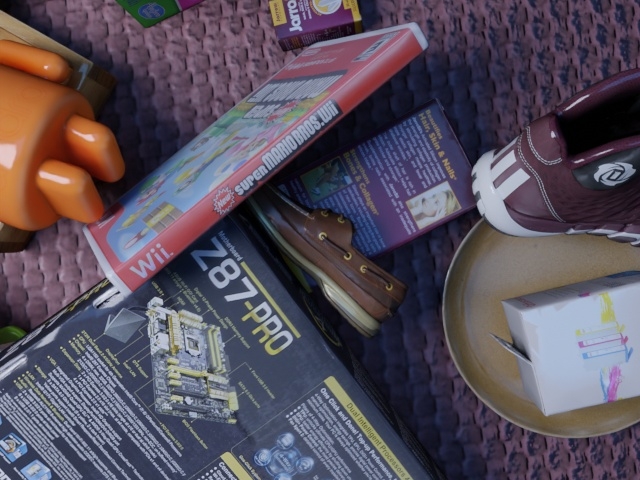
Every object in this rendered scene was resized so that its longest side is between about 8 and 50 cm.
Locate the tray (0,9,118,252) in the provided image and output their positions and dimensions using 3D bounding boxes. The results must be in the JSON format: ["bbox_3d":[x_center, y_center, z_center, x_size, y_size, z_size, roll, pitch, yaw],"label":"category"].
[{"bbox_3d":[-0.433,-0.177,0.698,0.411,0.076,0.203,30,92,5],"label":"tray"}]

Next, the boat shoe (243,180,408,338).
[{"bbox_3d":[0.000,0.000,0.588,0.060,0.064,0.178,-44,94,-1],"label":"boat shoe"}]

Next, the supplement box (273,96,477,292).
[{"bbox_3d":[0.046,-0.038,0.654,0.188,0.081,0.104,-27,88,4],"label":"supplement box"}]

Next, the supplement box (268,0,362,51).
[{"bbox_3d":[-0.005,-0.222,0.679,0.083,0.043,0.055,-13,89,5],"label":"supplement box"}]

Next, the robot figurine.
[{"bbox_3d":[-0.278,-0.087,0.587,0.219,0.128,0.158,18,106,3],"label":"robot figurine"}]

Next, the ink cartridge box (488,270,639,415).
[{"bbox_3d":[0.224,0.086,0.603,0.143,0.092,0.090,-14,89,5],"label":"ink cartridge box"}]

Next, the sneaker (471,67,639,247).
[{"bbox_3d":[0.277,-0.065,0.561,0.281,0.162,0.106,-5,69,-16],"label":"sneaker"}]

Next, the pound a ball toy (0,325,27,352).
[{"bbox_3d":[-0.367,0.172,0.657,0.208,0.136,0.319,40,93,4],"label":"pound a ball toy"}]

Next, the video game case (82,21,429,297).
[{"bbox_3d":[-0.067,-0.078,0.578,0.285,0.204,0.025,-41,113,-11],"label":"video game case"}]

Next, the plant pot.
[{"bbox_3d":[0.233,0.065,0.664,0.236,0.032,0.236,0,89,4],"label":"plant pot"}]

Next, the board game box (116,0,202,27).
[{"bbox_3d":[-0.056,-0.305,0.586,0.316,0.242,0.064,-24,89,4],"label":"board game box"}]

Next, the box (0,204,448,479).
[{"bbox_3d":[-0.090,0.207,0.604,0.318,0.097,0.395,-36,104,5],"label":"box"}]
